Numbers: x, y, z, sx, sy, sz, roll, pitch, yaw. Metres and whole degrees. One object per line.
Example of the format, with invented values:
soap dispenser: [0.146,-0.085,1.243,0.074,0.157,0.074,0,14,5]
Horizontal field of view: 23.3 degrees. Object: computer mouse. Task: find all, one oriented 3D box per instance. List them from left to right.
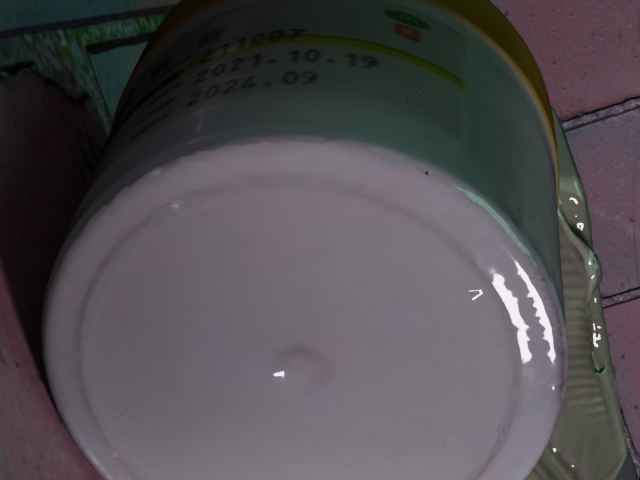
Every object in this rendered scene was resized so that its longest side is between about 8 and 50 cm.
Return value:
computer mouse: [0.161,0.073,1.332,0.228,0.146,0.429,-109,-176,-59]

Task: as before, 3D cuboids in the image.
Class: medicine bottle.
medicine bottle: [0.000,0.000,0.766,0.232,0.238,0.238,-79,148,-60]
